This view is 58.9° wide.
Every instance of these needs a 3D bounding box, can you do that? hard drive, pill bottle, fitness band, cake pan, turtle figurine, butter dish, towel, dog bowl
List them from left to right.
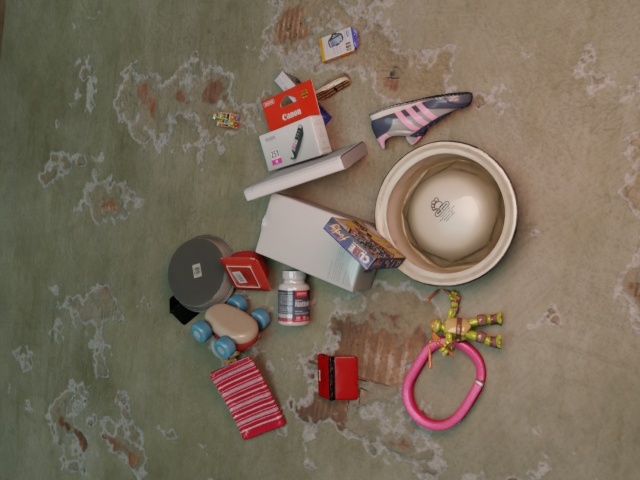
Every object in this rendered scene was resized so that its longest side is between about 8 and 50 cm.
[{"bbox_3d":[-0.446,0.118,2.097,0.293,0.054,0.294,-4,80,21],"label":"cake pan"},{"bbox_3d":[-0.259,0.561,2.003,0.198,0.031,0.275,-26,93,25],"label":"towel"},{"bbox_3d":[-0.246,0.089,1.990,0.159,0.118,0.160,-1,131,26],"label":"butter dish"},{"bbox_3d":[-0.089,0.190,1.903,0.107,0.108,0.180,0,91,28],"label":"pill bottle"},{"bbox_3d":[-0.046,-0.223,1.813,0.352,0.233,0.047,-15,105,27],"label":"hard drive"},{"bbox_3d":[0.365,0.427,1.693,0.209,0.054,0.291,34,104,24],"label":"fitness band"},{"bbox_3d":[0.371,-0.074,1.636,0.407,0.150,0.409,0,90,29],"label":"dog bowl"},{"bbox_3d":[0.406,0.263,1.624,0.217,0.087,0.270,3,48,18],"label":"turtle figurine"}]

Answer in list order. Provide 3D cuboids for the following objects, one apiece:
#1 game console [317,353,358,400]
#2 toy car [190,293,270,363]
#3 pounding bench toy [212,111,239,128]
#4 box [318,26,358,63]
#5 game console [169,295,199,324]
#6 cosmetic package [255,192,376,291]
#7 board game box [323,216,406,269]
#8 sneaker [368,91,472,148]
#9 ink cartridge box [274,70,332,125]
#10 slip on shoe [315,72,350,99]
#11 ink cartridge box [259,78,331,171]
[{"bbox_3d":[0.056,0.451,1.880,0.124,0.085,0.144,-3,88,59],"label":"game console"},{"bbox_3d":[-0.316,0.358,2.005,0.210,0.219,0.238,27,131,25],"label":"toy car"},{"bbox_3d":[-0.342,-0.438,2.053,0.065,0.083,0.052,11,95,28],"label":"pounding bench toy"},{"bbox_3d":[0.064,-0.646,1.870,0.136,0.028,0.081,-11,85,25],"label":"box"},{"bbox_3d":[-0.519,0.245,2.187,0.122,0.071,0.107,-39,43,22],"label":"game console"},{"bbox_3d":[0.000,0.000,1.833,0.384,0.156,0.217,23,100,27],"label":"cosmetic package"},{"bbox_3d":[0.126,0.009,1.545,0.165,0.243,0.042,44,107,21],"label":"board game box"},{"bbox_3d":[0.308,-0.362,1.709,0.318,0.112,0.131,-7,103,31],"label":"sneaker"},{"bbox_3d":[-0.057,-0.473,1.894,0.046,0.097,0.207,-46,70,21],"label":"ink cartridge box"},{"bbox_3d":[0.033,-0.510,1.871,0.135,0.051,0.041,-25,63,20],"label":"slip on shoe"},{"bbox_3d":[-0.102,-0.371,1.859,0.275,0.060,0.239,-8,101,47],"label":"ink cartridge box"}]
